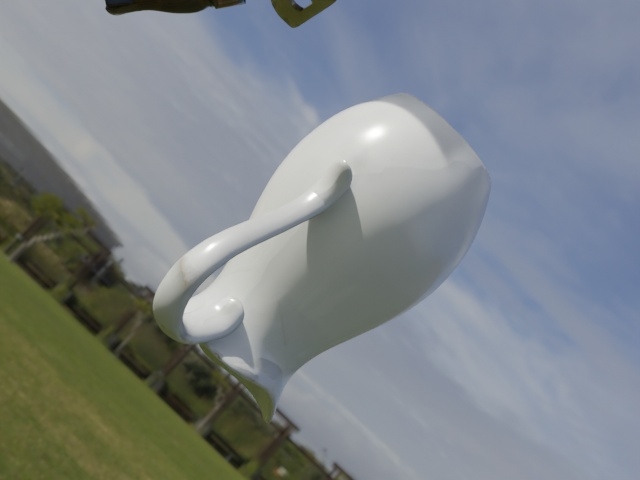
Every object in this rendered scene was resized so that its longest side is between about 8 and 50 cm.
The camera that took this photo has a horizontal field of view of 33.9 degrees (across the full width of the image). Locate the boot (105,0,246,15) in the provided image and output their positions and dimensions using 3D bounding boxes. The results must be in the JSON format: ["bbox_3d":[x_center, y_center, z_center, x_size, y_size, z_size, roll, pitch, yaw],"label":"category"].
[{"bbox_3d":[-0.129,-0.275,0.800,0.082,0.106,0.219,59,19,-81],"label":"boot"}]

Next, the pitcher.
[{"bbox_3d":[0.000,0.000,0.634,0.125,0.207,0.178,44,-4,22],"label":"pitcher"}]

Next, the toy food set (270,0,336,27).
[{"bbox_3d":[0.048,-0.425,1.338,0.092,0.306,0.220,27,-5,-15],"label":"toy food set"}]
